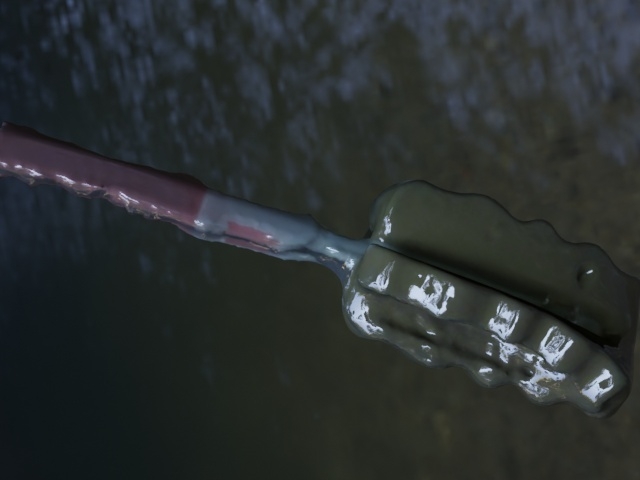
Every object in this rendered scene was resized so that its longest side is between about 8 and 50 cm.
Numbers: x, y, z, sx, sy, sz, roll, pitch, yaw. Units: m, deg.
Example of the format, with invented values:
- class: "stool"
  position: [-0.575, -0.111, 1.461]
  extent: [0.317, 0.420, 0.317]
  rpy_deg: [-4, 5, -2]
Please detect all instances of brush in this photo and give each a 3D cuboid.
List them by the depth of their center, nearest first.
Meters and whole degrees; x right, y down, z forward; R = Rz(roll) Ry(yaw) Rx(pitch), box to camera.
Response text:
- class: "brush"
  position: [0.000, 0.000, 0.668]
  extent: [0.084, 0.301, 0.071]
  rpy_deg: [-75, 5, -52]
